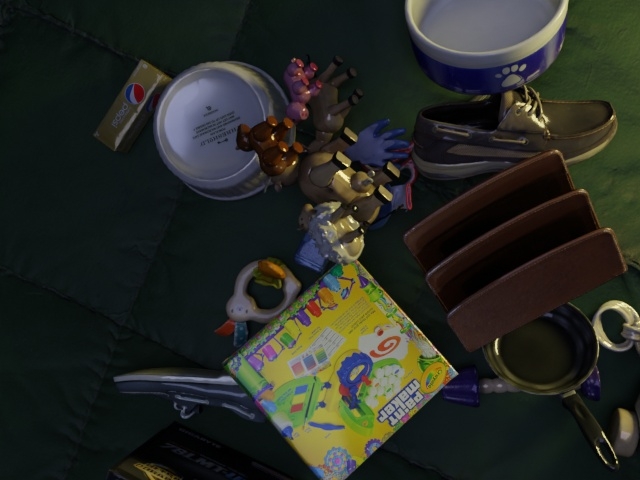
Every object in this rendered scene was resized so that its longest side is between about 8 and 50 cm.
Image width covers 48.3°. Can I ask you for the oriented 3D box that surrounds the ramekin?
[{"bbox_3d":[-0.189,-0.213,1.350,0.273,0.127,0.272,0,92,10],"label":"ramekin"}]

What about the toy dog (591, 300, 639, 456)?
[{"bbox_3d":[0.600,0.256,1.208,0.220,0.161,0.333,-7,91,7],"label":"toy dog"}]

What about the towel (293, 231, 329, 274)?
[{"bbox_3d":[0.000,0.000,1.374,0.067,0.029,0.119,27,97,8],"label":"towel"}]

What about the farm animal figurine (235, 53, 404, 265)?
[{"bbox_3d":[-0.005,-0.141,1.257,0.326,0.330,0.172,49,132,-5],"label":"farm animal figurine"}]

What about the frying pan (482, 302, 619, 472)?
[{"bbox_3d":[0.428,0.222,1.232,0.197,0.053,0.326,-39,58,-15],"label":"frying pan"}]

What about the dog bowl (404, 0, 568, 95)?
[{"bbox_3d":[0.281,-0.381,1.214,0.265,0.104,0.264,-7,61,13],"label":"dog bowl"}]

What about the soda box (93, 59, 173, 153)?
[{"bbox_3d":[-0.370,-0.263,1.413,0.058,0.061,0.181,35,98,6],"label":"soda box"}]

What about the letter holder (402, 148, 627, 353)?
[{"bbox_3d":[0.320,0.015,1.204,0.302,0.152,0.214,-30,130,10],"label":"letter holder"}]

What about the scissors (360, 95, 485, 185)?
[{"bbox_3d":[0.210,-0.178,1.337,0.297,0.021,0.109,-26,85,9],"label":"scissors"}]

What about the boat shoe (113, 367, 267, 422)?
[{"bbox_3d":[-0.249,0.302,1.387,0.320,0.116,0.099,1,88,5],"label":"boat shoe"}]

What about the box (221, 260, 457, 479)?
[{"bbox_3d":[0.029,0.228,1.264,0.290,0.177,0.279,-40,84,-9],"label":"box"}]

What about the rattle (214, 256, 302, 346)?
[{"bbox_3d":[-0.133,0.127,1.351,0.200,0.143,0.130,-40,104,3],"label":"rattle"}]

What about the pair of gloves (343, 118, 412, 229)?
[{"bbox_3d":[0.105,-0.119,1.315,0.159,0.023,0.198,-4,94,47],"label":"pair of gloves"}]

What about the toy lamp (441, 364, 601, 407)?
[{"bbox_3d":[0.358,0.260,1.296,0.275,0.080,0.080,-6,91,10],"label":"toy lamp"}]

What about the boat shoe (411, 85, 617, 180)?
[{"bbox_3d":[0.331,-0.195,1.226,0.356,0.132,0.130,-10,134,5],"label":"boat shoe"}]

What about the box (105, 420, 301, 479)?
[{"bbox_3d":[-0.203,0.455,1.294,0.296,0.293,0.073,23,97,9],"label":"box"}]
